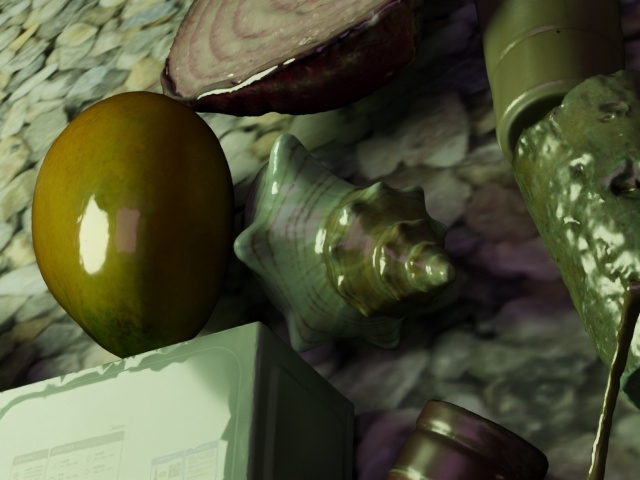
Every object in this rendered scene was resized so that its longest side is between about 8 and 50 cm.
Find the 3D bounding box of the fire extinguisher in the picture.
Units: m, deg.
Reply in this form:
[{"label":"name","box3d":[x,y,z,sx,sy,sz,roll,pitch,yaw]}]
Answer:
[{"label":"fire extinguisher","box3d":[0.022,0.198,0.500,0.075,0.106,0.252,18,69,37]}]

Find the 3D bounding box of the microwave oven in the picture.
[{"label":"microwave oven","box3d":[-0.095,0.156,0.605,0.208,0.122,0.162,-16,49,24]}]

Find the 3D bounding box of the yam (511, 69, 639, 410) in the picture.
[{"label":"yam","box3d":[0.180,0.007,0.537,0.107,0.107,0.194,-28,46,15]}]

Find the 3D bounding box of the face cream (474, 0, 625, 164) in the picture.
[{"label":"face cream","box3d":[0.161,-0.185,0.729,0.137,0.084,0.341,-26,38,30]}]

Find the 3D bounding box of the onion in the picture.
[{"label":"onion","box3d":[-0.005,-0.169,0.805,0.247,0.111,0.250,-24,40,29]}]

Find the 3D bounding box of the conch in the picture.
[{"label":"conch","box3d":[-0.004,0.004,0.648,0.234,0.137,0.114,15,50,35]}]

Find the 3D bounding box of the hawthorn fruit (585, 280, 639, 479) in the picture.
[{"label":"hawthorn fruit","box3d":[0.099,0.161,0.423,0.165,0.165,0.285,-2,68,34]}]

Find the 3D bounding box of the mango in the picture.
[{"label":"mango","box3d":[-0.129,-0.018,0.717,0.254,0.139,0.175,-157,69,-67]}]
